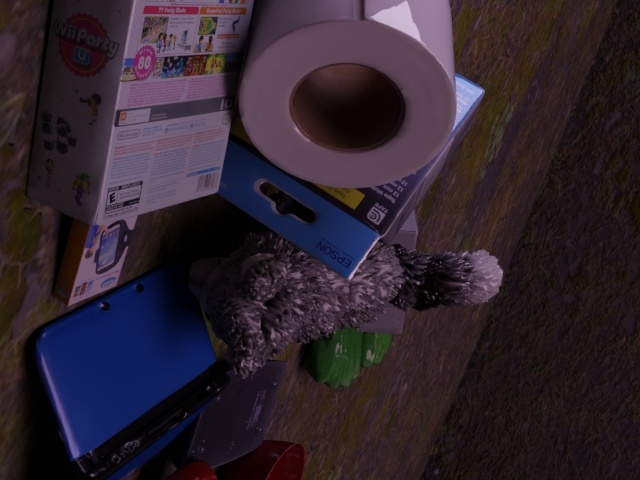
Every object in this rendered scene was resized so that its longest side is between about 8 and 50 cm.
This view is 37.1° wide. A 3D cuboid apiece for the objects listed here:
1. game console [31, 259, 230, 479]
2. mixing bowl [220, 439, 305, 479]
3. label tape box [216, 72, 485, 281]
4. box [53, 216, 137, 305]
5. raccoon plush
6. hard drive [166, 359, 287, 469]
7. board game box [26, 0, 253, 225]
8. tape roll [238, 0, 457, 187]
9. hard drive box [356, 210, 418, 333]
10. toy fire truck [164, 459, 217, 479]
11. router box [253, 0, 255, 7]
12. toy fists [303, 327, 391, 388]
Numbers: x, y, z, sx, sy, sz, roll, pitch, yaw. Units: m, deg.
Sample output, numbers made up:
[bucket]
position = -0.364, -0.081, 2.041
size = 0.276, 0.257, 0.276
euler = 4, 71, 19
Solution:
[game console]
position = -0.267, 0.197, 1.209
size = 0.250, 0.173, 0.293
euler = -46, 172, 33
[mixing bowl]
position = -0.112, 0.419, 1.663
size = 0.181, 0.098, 0.181
euler = -50, 152, -41
[label tape box]
position = 0.025, -0.122, 1.286
size = 0.347, 0.249, 0.115
euler = -53, 170, -23
[box]
position = -0.250, 0.015, 1.061
size = 0.081, 0.028, 0.136
euler = -27, 142, -56
[raccoon plush]
position = 0.045, 0.049, 1.280
size = 0.299, 0.447, 0.216
euler = -98, -179, -75
[hard drive]
position = -0.146, 0.268, 1.511
size = 0.255, 0.054, 0.172
euler = 3, 106, -66
[board game box]
position = -0.176, -0.187, 0.994
size = 0.224, 0.098, 0.303
euler = -24, 132, -62
[tape roll]
position = 0.034, -0.204, 1.110
size = 0.246, 0.246, 0.169
euler = 85, 7, -47
[hard drive box]
position = 0.117, 0.027, 1.767
size = 0.181, 0.089, 0.232
euler = -91, -175, -57
[toy fire truck]
position = -0.229, 0.477, 1.359
size = 0.302, 0.169, 0.254
euler = -20, 147, -46
[router box]
position = -0.075, -0.354, 1.157
size = 0.092, 0.038, 0.122
euler = -44, 147, -45
[toy fists]
position = 0.061, 0.196, 1.882
size = 0.279, 0.096, 0.142
euler = -26, 123, -57
